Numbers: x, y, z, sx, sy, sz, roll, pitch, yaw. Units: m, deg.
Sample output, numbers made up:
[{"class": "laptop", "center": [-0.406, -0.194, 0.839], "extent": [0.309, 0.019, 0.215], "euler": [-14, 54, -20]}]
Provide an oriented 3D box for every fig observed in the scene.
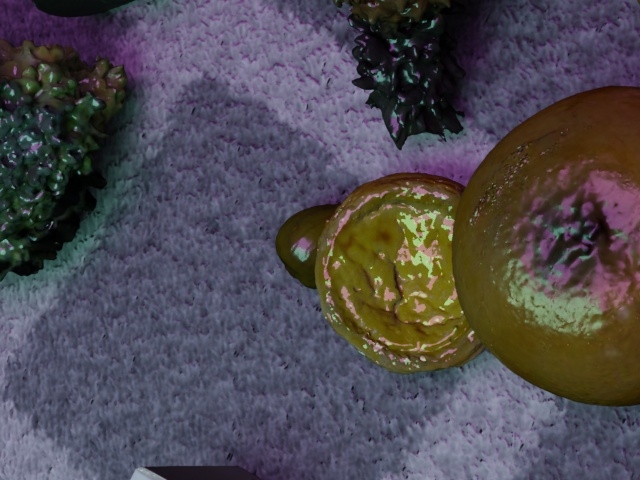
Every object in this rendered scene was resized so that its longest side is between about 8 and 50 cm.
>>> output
[{"class": "fig", "center": [0.000, 0.000, 1.534], "extent": [0.074, 0.074, 0.088], "euler": [39, 82, 23]}]

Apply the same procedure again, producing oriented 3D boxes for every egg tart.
[{"class": "egg tart", "center": [0.087, 0.030, 1.481], "extent": [0.191, 0.074, 0.191], "euler": [-1, 84, 11]}]

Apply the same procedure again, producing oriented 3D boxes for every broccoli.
[{"class": "broccoli", "center": [-0.385, -0.111, 1.621], "extent": [0.347, 0.281, 0.293], "euler": [27, 117, -11]}]

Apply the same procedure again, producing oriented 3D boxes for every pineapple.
[{"class": "pineapple", "center": [0.076, -0.252, 1.423], "extent": [0.202, 0.362, 0.202], "euler": [-7, 39, 6]}]

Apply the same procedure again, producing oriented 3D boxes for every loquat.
[{"class": "loquat", "center": [0.237, 0.004, 1.331], "extent": [0.263, 0.263, 0.263], "euler": [-4, 80, 22]}]

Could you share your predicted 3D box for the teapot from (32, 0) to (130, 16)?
[{"class": "teapot", "center": [-0.245, -0.406, 1.618], "extent": [0.270, 0.200, 0.337], "euler": [-43, 68, 45]}]

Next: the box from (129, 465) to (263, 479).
[{"class": "box", "center": [-0.140, 0.333, 1.468], "extent": [0.106, 0.203, 0.252], "euler": [26, 92, 24]}]

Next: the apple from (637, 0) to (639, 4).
[{"class": "apple", "center": [0.416, -0.301, 1.239], "extent": [0.346, 0.391, 0.391], "euler": [-40, 68, -10]}]
